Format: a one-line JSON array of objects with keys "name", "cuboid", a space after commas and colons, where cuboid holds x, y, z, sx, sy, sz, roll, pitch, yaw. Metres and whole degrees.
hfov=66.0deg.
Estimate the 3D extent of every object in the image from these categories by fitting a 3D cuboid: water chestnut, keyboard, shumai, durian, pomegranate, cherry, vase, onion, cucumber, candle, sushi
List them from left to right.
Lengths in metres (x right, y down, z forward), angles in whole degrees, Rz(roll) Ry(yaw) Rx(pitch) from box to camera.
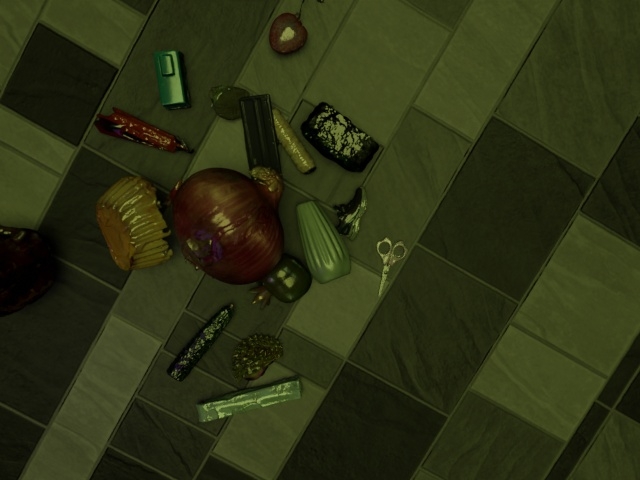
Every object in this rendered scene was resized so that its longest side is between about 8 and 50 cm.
[{"name": "water chestnut", "cuboid": [-0.912, 0.080, 1.387, 0.289, 0.289, 0.244, -19, 64, 0]}, {"name": "candle", "cuboid": [-0.516, -0.310, 1.448, 0.301, 0.059, 0.084, 22, 107, -2]}, {"name": "cucumber", "cuboid": [-0.359, 0.306, 1.512, 0.067, 0.067, 0.293, 40, 92, -5]}, {"name": "onion", "cuboid": [-0.262, -0.043, 1.342, 0.353, 0.353, 0.354, 0, 96, -2]}, {"name": "shumai", "cuboid": [-0.275, -0.412, 1.438, 0.087, 0.123, 0.099, 41, 118, 33]}, {"name": "durian", "cuboid": [-0.207, 0.359, 1.498, 0.186, 0.108, 0.119, -29, 96, 2]}, {"name": "keyboard", "cuboid": [-0.165, -0.231, 1.458, 0.103, 0.041, 0.381, -4, 103, 10]}, {"name": "pomegranate", "cuboid": [-0.123, 0.128, 1.477, 0.152, 0.131, 0.191, 44, 116, -11]}, {"name": "cherry", "cuboid": [-0.061, -0.624, 1.417, 0.107, 0.090, 0.225, 44, 84, 7]}, {"name": "vase", "cuboid": [0.000, 0.000, 1.464, 0.128, 0.128, 0.248, -22, 87, 1]}, {"name": "sushi", "cuboid": [0.052, -0.293, 1.432, 0.225, 0.124, 0.127, 35, 94, -10]}]

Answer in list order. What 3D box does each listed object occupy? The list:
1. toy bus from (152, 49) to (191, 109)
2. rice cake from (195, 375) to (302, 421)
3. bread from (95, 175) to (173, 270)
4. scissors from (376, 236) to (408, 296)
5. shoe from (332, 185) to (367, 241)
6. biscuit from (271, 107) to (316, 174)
[{"name": "toy bus", "cuboid": [-0.427, -0.465, 1.416, 0.079, 0.092, 0.160, -7, 96, -2]}, {"name": "rice cake", "cuboid": [-0.221, 0.496, 1.536, 0.336, 0.063, 0.066, -15, 88, 1]}, {"name": "bread", "cuboid": [-0.528, -0.045, 1.383, 0.149, 0.274, 0.274, -24, 98, -43]}, {"name": "scissors", "cuboid": [0.206, 0.085, 1.531, 0.100, 0.015, 0.189, 14, 97, -2]}, {"name": "shoe", "cuboid": [0.082, -0.087, 1.483, 0.099, 0.071, 0.169, 15, 99, 0]}, {"name": "biscuit", "cuboid": [-0.090, -0.291, 1.463, 0.055, 0.061, 0.219, -36, 99, -21]}]
